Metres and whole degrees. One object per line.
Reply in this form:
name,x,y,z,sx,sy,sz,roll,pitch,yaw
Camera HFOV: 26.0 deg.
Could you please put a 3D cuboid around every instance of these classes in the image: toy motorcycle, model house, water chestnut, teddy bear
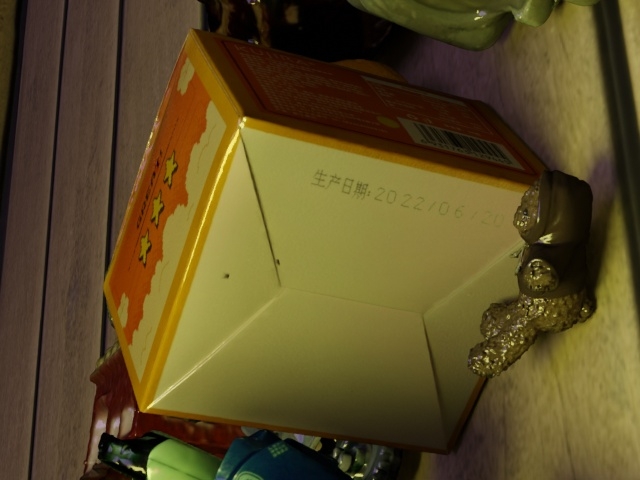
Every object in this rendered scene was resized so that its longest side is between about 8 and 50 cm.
toy motorcycle,0.002,0.211,0.988,0.196,0.331,0.125,4,67,56
model house,-0.177,0.161,1.648,0.196,0.160,0.254,140,139,-57
water chestnut,-0.013,-0.311,1.417,0.300,0.300,0.300,-168,90,-67
toy motorcycle,-0.010,0.206,1.305,0.270,0.106,0.159,27,98,62
teddy bear,0.167,0.029,1.017,0.119,0.078,0.160,-48,-23,-62

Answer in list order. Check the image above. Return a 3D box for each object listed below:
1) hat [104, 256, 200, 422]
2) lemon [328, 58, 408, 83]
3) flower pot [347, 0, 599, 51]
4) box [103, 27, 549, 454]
hat,-0.160,0.054,1.500,0.265,0.128,0.266,12,-90,-74
lemon,0.017,-0.092,1.306,0.142,0.187,0.142,64,180,1
flower pot,0.153,-0.303,1.091,0.367,0.164,0.254,-8,67,67
box,0.000,0.000,1.141,0.214,0.283,0.260,-117,44,-57
